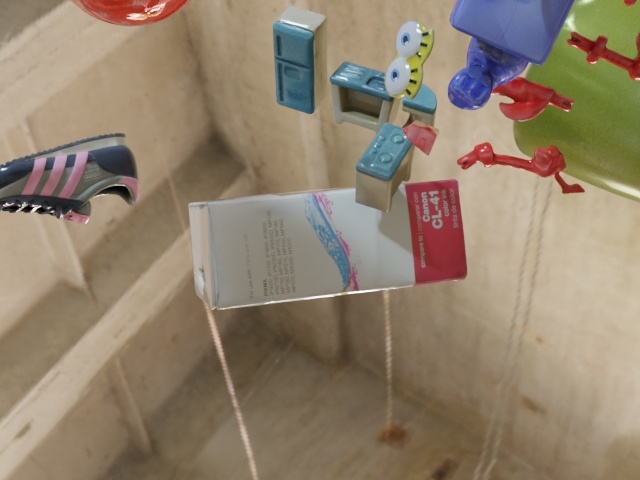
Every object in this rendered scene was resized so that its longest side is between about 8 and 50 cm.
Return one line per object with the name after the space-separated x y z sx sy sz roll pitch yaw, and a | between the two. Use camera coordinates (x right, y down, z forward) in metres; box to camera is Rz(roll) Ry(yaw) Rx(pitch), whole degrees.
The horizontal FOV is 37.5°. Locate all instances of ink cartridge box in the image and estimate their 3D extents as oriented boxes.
0.000 0.000 1.183 0.306 0.226 0.131 -4 -87 -14 | ink cartridge box

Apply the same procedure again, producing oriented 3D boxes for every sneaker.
-0.443 -0.078 1.546 0.319 0.112 0.131 -22 -89 -28 | sneaker

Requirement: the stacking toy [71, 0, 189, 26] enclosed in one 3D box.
-0.169 -0.208 0.604 0.141 0.330 0.141 -14 -59 -25 | stacking toy

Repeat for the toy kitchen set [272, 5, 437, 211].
0.018 -0.151 1.075 0.166 0.207 0.122 -56 -23 -38 | toy kitchen set

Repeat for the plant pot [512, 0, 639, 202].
0.432 -0.145 1.118 0.275 0.293 0.274 -33 -35 -27 | plant pot

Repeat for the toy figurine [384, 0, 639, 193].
0.174 -0.192 0.616 0.362 0.191 0.217 -63 -4 16 | toy figurine
